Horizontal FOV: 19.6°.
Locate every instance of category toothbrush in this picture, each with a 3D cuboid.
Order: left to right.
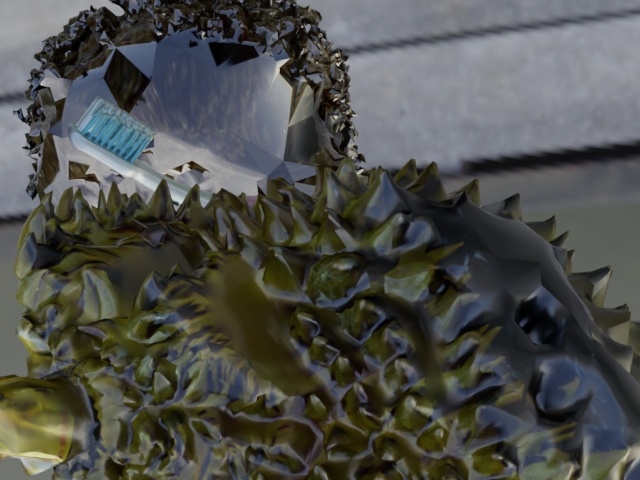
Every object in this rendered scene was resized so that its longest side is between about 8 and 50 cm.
[{"bbox_3d":[0.000,0.000,0.631,0.204,0.017,0.022,26,113,-33],"label":"toothbrush"}]

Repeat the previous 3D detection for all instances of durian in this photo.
[{"bbox_3d":[0.015,0.047,0.497,0.138,0.193,0.237,-35,151,26],"label":"durian"}]

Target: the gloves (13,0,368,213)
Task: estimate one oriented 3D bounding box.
[{"bbox_3d":[-0.061,-0.032,1.037,0.210,0.135,0.312,1,158,14],"label":"gloves"}]
